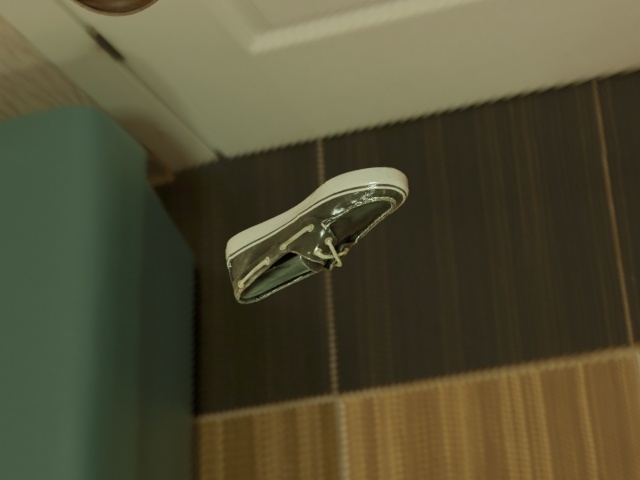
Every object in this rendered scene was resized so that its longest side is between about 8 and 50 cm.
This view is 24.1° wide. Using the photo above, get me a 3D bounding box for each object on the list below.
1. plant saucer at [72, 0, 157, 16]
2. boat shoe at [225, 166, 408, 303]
[{"bbox_3d":[-0.223,-0.375,1.465,0.050,0.310,0.311,4,71,30],"label":"plant saucer"},{"bbox_3d":[0.000,0.000,1.522,0.219,0.077,0.070,-29,52,27],"label":"boat shoe"}]
